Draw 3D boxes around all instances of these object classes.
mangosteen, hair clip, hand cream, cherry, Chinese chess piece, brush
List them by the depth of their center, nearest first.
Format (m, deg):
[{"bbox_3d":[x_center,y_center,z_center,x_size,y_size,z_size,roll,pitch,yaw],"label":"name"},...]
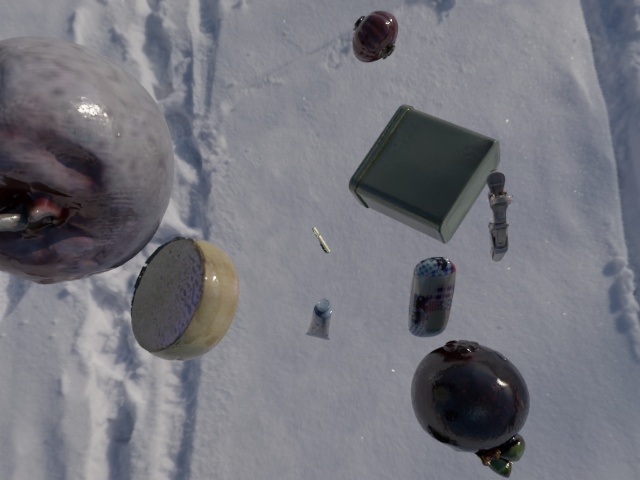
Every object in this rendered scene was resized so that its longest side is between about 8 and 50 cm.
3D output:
[{"bbox_3d":[-0.352,-0.121,0.562,0.291,0.326,0.335,3,67,-26],"label":"cherry"},{"bbox_3d":[0.336,-0.021,0.778,0.034,0.226,0.072,-9,42,15],"label":"hair clip"},{"bbox_3d":[-0.303,0.127,0.919,0.270,0.112,0.270,-16,62,33],"label":"Chinese chess piece"},{"bbox_3d":[0.000,0.194,0.995,0.065,0.171,0.043,13,53,4],"label":"hand cream"},{"bbox_3d":[0.399,0.453,1.117,0.306,0.306,0.360,-4,87,1],"label":"mangosteen"},{"bbox_3d":[0.000,0.000,1.153,0.016,0.013,0.084,-24,80,-45],"label":"brush"}]

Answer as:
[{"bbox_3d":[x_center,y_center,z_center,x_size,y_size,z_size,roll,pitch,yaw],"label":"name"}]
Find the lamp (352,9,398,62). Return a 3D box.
[{"bbox_3d":[0.105,-0.395,0.808,0.101,0.101,0.090,-43,88,-8],"label":"lamp"}]

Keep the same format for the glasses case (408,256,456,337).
[{"bbox_3d":[0.347,0.186,1.304,0.125,0.327,0.076,-4,37,0],"label":"glasses case"}]

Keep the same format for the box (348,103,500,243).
[{"bbox_3d":[0.333,-0.216,1.337,0.344,0.177,0.352,32,84,31],"label":"box"}]
